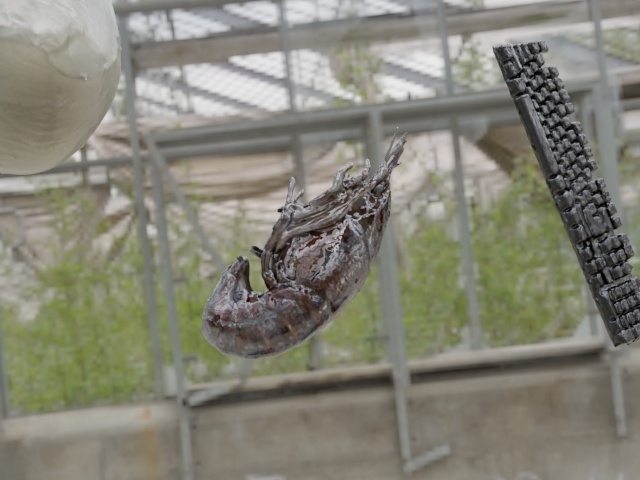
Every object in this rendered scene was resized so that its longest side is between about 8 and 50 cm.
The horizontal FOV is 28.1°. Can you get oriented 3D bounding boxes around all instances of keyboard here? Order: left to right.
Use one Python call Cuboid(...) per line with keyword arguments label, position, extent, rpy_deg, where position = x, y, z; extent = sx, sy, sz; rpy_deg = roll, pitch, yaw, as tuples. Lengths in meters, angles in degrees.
Cuboid(label="keyboard", position=(0.155, -0.031, 0.773), extent=(0.018, 0.195, 0.060), rpy_deg=(-25, -6, 34))

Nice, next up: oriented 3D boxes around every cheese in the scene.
Cuboid(label="cheese", position=(-0.257, -0.156, 1.144), extent=(0.154, 0.189, 0.198), rpy_deg=(22, 33, -21))

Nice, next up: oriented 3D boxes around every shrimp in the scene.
Cuboid(label="shrimp", position=(0.000, 0.000, 0.677), extent=(0.065, 0.056, 0.165), rpy_deg=(20, 54, 24))
